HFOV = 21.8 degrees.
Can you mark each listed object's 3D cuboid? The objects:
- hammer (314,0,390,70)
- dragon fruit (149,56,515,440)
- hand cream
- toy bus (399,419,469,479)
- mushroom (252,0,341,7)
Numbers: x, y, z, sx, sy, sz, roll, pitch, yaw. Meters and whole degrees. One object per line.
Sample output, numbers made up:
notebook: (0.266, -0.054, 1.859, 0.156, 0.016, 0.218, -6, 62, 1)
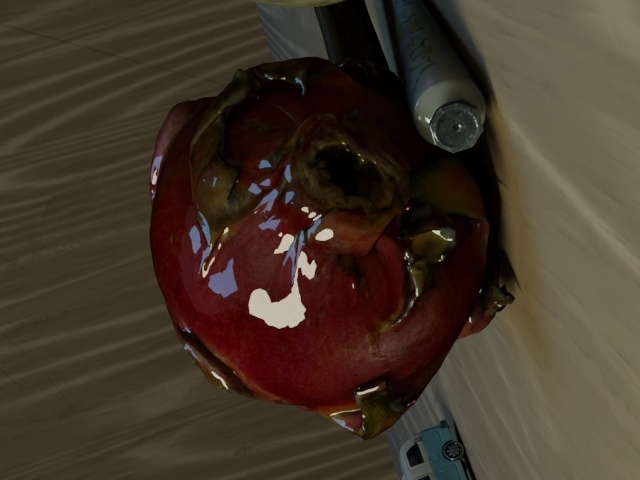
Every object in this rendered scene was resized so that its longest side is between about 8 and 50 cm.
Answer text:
hammer: (0.004, -0.191, 1.233, 0.242, 0.095, 0.409, -111, 2, -51)
dragon fruit: (0.001, 0.000, 1.075, 0.315, 0.250, 0.250, 19, 127, 69)
hand cream: (0.065, -0.104, 1.009, 0.194, 0.042, 0.067, -104, -6, -64)
toy bus: (0.126, 0.261, 1.771, 0.060, 0.075, 0.123, 76, 176, -57)
mushroom: (-0.053, -0.232, 0.912, 0.184, 0.255, 0.255, -64, 29, 32)
